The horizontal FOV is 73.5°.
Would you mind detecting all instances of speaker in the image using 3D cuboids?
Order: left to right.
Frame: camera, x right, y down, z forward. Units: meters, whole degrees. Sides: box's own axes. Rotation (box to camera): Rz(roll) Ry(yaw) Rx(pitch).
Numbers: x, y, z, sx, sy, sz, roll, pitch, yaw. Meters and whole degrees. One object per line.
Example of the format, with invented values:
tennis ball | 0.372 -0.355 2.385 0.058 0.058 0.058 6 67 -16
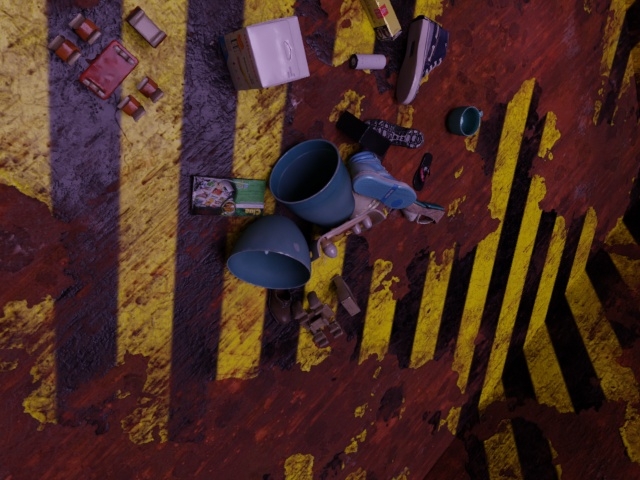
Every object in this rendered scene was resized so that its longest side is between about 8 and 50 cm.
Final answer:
speaker | 0.180 -0.676 1.620 0.136 0.055 0.055 -13 112 -29

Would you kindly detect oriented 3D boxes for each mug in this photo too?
mug | 0.650 -0.539 1.942 0.158 0.097 0.129 2 103 -34

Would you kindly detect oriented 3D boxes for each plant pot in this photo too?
plant pot | -0.168 0.023 1.514 0.290 0.290 0.195 31 51 -36
plant pot | -0.001 -0.180 1.549 0.271 0.272 0.255 -53 139 -8

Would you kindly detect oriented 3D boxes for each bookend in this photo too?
bookend | 0.166 -0.409 1.643 0.156 0.157 0.072 17 113 -47

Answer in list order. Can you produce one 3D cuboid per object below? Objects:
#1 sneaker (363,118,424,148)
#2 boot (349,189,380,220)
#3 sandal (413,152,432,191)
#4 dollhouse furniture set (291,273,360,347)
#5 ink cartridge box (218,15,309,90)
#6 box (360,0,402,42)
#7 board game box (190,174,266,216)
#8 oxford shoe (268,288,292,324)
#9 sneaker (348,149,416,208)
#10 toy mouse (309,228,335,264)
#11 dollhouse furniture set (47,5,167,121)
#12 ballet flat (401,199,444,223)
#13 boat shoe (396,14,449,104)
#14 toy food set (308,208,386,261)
sneaker | 0.285 -0.428 1.748 0.268 0.106 0.101 12 104 -15
boot | 0.161 -0.185 1.754 0.165 0.077 0.213 37 85 -33
sandal | 0.469 -0.309 1.933 0.067 0.040 0.179 15 97 -36
dollhouse furniture set | 0.022 0.281 1.803 0.242 0.161 0.212 -32 123 5
ink cartridge box | -0.175 -0.568 1.315 0.168 0.233 0.171 -27 117 -24
box | 0.210 -0.849 1.566 0.058 0.087 0.232 -45 125 -13
board game box | -0.317 -0.151 1.484 0.260 0.030 0.136 0 103 -33
oxford shoe | -0.153 0.241 1.674 0.083 0.096 0.227 -23 118 -27
sneaker | 0.245 -0.257 1.710 0.319 0.208 0.127 19 134 -36
toy mouse | 0.000 0.000 1.734 0.143 0.031 0.161 27 89 -36
dollhouse furniture set | -0.547 -0.509 1.183 0.259 0.135 0.262 -46 125 1
ballet flat | 0.444 -0.132 1.941 0.316 0.107 0.106 13 111 -35
boat shoe | 0.419 -0.705 1.718 0.158 0.127 0.340 8 100 -27
toy food set | 0.082 -0.003 1.618 0.306 0.220 0.092 -28 88 -21
